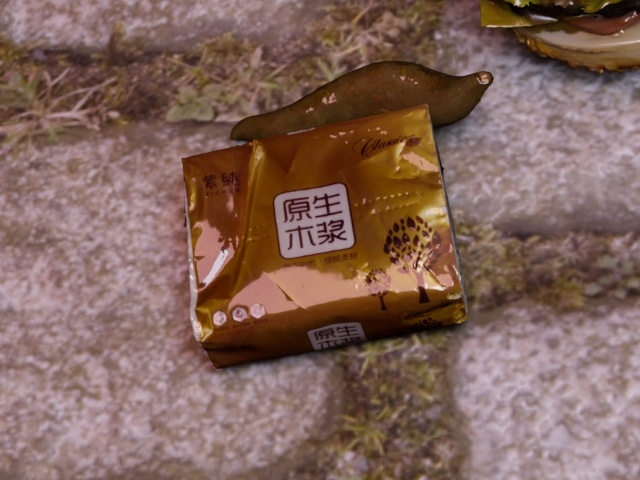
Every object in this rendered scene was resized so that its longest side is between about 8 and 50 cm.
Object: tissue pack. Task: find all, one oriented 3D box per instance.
[{"bbox_3d":[0.000,0.000,1.461,0.226,0.092,0.183,-10,62,4],"label":"tissue pack"}]

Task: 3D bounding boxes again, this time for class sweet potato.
[{"bbox_3d":[0.040,-0.122,1.532,0.249,0.059,0.069,-6,42,22],"label":"sweet potato"}]

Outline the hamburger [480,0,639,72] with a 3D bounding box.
[{"bbox_3d":[0.245,-0.280,1.467,0.291,0.225,0.291,-9,60,16],"label":"hamburger"}]
